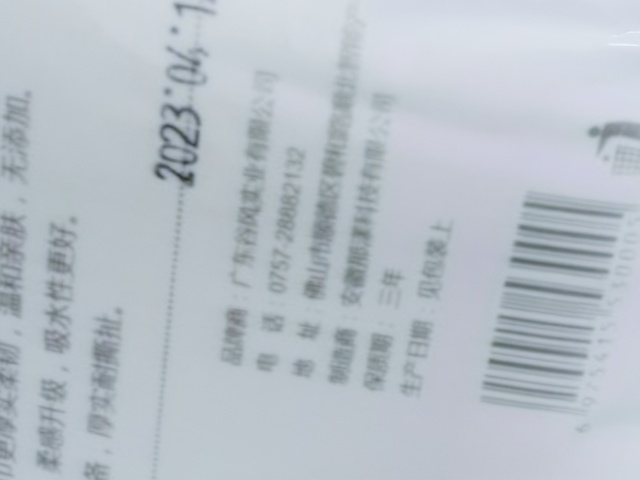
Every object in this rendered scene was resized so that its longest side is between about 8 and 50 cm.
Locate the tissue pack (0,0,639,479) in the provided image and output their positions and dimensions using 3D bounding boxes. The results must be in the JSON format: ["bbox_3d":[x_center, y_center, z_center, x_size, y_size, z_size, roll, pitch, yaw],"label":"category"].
[{"bbox_3d":[0.000,0.000,0.555,0.266,0.194,0.356,11,121,1],"label":"tissue pack"}]
